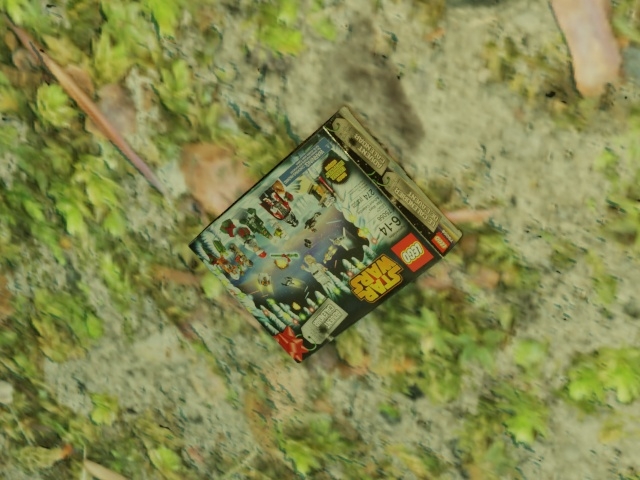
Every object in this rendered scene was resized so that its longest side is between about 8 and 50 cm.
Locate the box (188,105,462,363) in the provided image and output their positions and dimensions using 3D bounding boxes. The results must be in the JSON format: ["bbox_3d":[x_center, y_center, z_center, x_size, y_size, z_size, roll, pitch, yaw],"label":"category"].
[{"bbox_3d":[0.000,0.000,1.029,0.094,0.027,0.137,46,134,-4],"label":"box"}]
